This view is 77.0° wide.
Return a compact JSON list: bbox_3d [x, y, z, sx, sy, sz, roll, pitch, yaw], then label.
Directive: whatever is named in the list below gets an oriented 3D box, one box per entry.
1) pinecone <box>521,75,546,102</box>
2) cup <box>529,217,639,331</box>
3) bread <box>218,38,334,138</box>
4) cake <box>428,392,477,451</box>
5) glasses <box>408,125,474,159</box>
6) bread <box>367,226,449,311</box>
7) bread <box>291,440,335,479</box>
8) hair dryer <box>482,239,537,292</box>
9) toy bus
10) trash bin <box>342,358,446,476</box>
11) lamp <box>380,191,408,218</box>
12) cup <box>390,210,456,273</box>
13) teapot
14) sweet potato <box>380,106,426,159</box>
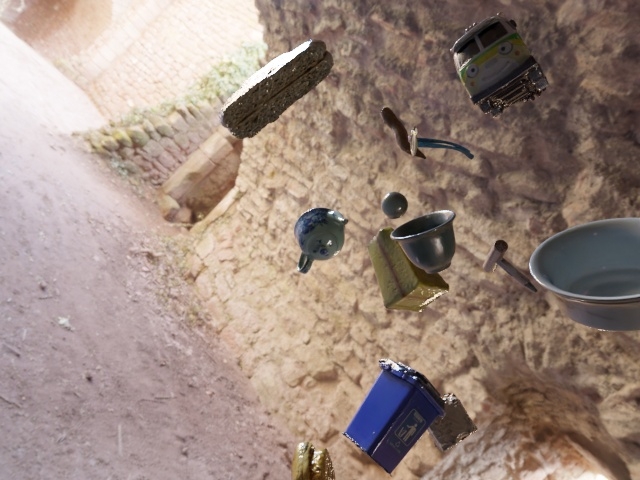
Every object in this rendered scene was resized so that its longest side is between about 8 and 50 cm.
[{"bbox_3d":[0.572,-0.415,1.094,0.077,0.083,0.077,169,-90,-83],"label":"pinecone"},{"bbox_3d":[0.718,0.099,0.985,0.163,0.347,0.347,65,-8,-20],"label":"cup"},{"bbox_3d":[-0.124,-0.413,1.073,0.102,0.337,0.183,48,15,-36],"label":"bread"},{"bbox_3d":[0.375,0.538,1.204,0.134,0.135,0.147,58,-2,29],"label":"cake"},{"bbox_3d":[0.399,-0.305,1.372,0.220,0.088,0.189,25,21,3],"label":"glasses"},{"bbox_3d":[0.390,0.121,1.881,0.245,0.233,0.362,10,48,-35],"label":"bread"},{"bbox_3d":[-0.023,0.789,1.322,0.198,0.120,0.236,-86,161,-60],"label":"bread"},{"bbox_3d":[0.723,0.123,1.524,0.220,0.053,0.195,51,-11,26],"label":"hair dryer"},{"bbox_3d":[0.418,-0.408,0.945,0.305,0.143,0.179,-22,84,-55],"label":"toy bus"},{"bbox_3d":[0.179,0.442,1.031,0.162,0.234,0.184,50,-19,-23],"label":"trash bin"},{"bbox_3d":[0.280,-0.133,1.527,0.105,0.105,0.105,45,-1,1],"label":"lamp"},{"bbox_3d":[0.329,0.016,1.208,0.199,0.199,0.150,-137,-157,-77],"label":"cup"},{"bbox_3d":[0.000,0.000,1.185,0.159,0.232,0.159,31,23,-15],"label":"teapot"},{"bbox_3d":[0.327,-0.423,1.632,0.067,0.059,0.281,-6,61,-35],"label":"sweet potato"}]
